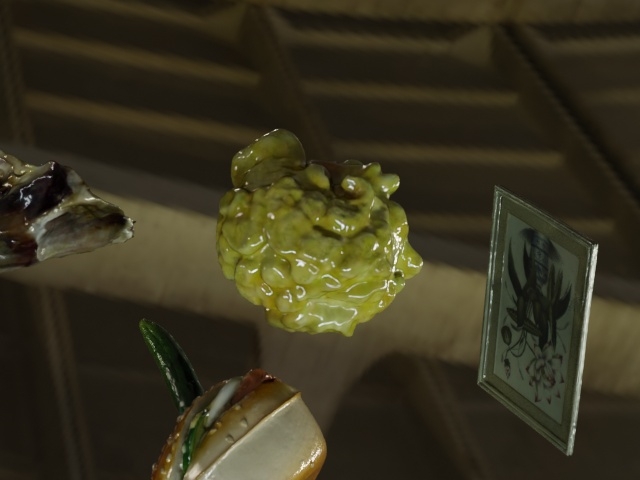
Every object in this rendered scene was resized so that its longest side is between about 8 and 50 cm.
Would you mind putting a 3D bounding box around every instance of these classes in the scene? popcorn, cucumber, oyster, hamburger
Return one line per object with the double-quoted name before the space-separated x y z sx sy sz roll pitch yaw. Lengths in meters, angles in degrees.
"popcorn" -0.003 -0.010 1.963 0.235 0.181 0.217 -2 -125 -20
"cucumber" -0.162 0.155 2.021 0.039 0.039 0.168 -3 -126 -43
"oyster" -0.312 -0.036 1.562 0.294 0.166 0.094 8 -144 1
"hamburger" -0.091 0.245 1.867 0.147 0.237 0.237 39 -152 15

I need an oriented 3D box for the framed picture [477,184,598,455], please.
"framed picture" 0.214 0.078 1.766 0.010 0.231 0.173 -9 -156 -27
